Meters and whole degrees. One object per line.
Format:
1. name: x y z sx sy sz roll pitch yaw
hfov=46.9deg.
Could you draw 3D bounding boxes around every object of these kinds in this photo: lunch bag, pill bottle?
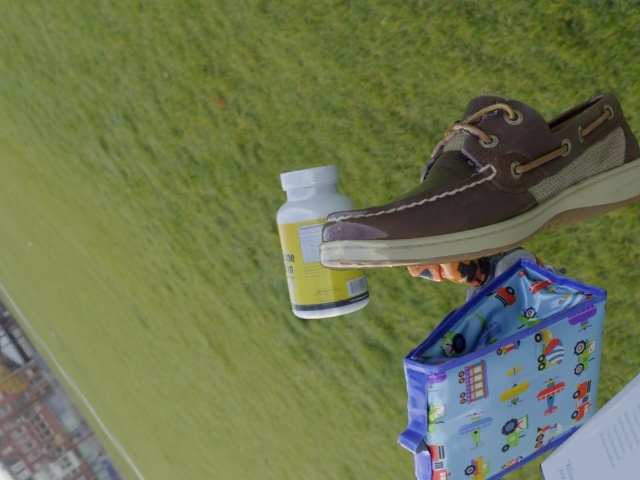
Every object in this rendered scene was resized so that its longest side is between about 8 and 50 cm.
1. lunch bag: 0.216 0.192 0.931 0.138 0.293 0.221 26 132 45
2. pill bottle: 0.000 0.000 0.940 0.103 0.103 0.184 0 101 63

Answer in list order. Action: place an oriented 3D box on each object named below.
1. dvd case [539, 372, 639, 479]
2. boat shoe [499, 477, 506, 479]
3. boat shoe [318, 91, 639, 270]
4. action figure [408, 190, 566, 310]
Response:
1. dvd case: 0.283 0.196 0.604 0.180 0.022 0.253 -94 28 -50
2. boat shoe: 0.303 0.497 1.428 0.081 0.227 0.079 -21 77 31
3. boat shoe: 0.140 -0.060 0.610 0.123 0.342 0.123 -7 98 63
4. action figure: 0.293 0.038 1.262 0.330 0.179 0.341 17 164 -20
